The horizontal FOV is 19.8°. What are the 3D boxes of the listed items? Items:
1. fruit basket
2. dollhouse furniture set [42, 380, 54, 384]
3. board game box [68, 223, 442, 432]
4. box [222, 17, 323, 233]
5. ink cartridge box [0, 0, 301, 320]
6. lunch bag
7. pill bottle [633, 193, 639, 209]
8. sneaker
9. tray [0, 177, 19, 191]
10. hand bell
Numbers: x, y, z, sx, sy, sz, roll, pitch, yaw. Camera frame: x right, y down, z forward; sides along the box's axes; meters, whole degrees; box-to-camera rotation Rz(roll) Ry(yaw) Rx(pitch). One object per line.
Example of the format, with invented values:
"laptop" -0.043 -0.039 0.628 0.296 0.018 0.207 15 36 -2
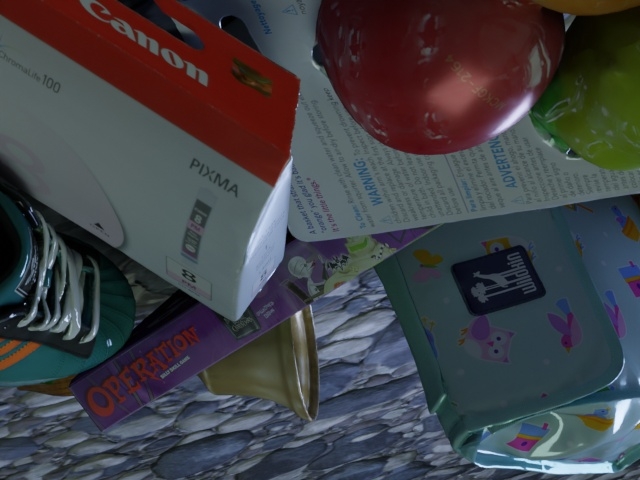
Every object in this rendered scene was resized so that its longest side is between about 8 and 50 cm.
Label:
"fruit basket" 0.105 -0.124 0.861 0.353 0.165 0.327 -4 144 20
"dollhouse furniture set" -0.269 0.067 1.365 0.152 0.058 0.076 7 162 -10
"board game box" 0.000 0.000 1.238 0.347 0.056 0.208 -32 -169 33
"box" -0.002 -0.087 1.080 0.275 0.094 0.113 -33 155 35
"ink cartridge box" -0.105 -0.060 0.957 0.066 0.189 0.232 -55 171 -16
"lunch bag" 0.156 0.057 1.395 0.262 0.223 0.160 6 143 -44
"pill bottle" 0.301 0.005 1.528 0.117 0.117 0.215 5 149 -46
"sneaker" -0.194 0.026 1.075 0.121 0.108 0.302 -6 167 34
"tray" -0.262 -0.053 1.050 0.145 0.030 0.270 -20 160 9
"hand bell" -0.130 0.096 1.482 0.242 0.126 0.126 -7 161 8
